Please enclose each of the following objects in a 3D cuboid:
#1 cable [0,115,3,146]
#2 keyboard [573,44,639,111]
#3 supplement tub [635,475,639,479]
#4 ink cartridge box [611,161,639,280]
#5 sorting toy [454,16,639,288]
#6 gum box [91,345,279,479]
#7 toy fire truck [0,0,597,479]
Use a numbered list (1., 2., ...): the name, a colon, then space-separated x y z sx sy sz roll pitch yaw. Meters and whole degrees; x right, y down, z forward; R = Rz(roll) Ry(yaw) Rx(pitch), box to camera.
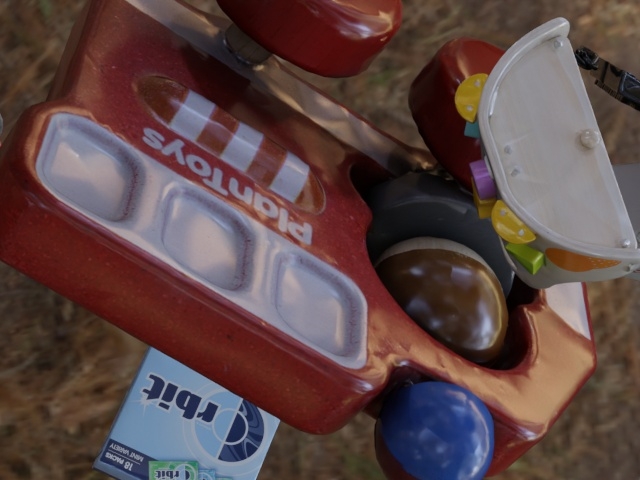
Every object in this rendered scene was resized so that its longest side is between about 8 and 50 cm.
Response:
1. cable: -0.322 -0.116 1.518 0.072 0.287 0.139 27 50 2
2. keyboard: 0.234 -0.115 1.226 0.108 0.180 0.023 32 99 -3
3. supplement tub: 0.353 0.187 1.096 0.207 0.338 0.207 11 55 -16
4. ink cartridge box: 0.333 -0.005 1.297 0.208 0.153 0.087 13 79 -42
5. sorting toy: 0.068 -0.017 0.533 0.045 0.075 0.083 -14 73 -6
6. gum box: -0.127 0.185 1.674 0.157 0.041 0.184 27 64 -7
7. toy fire truck: 0.000 0.000 0.736 0.302 0.169 0.254 33 31 -17
